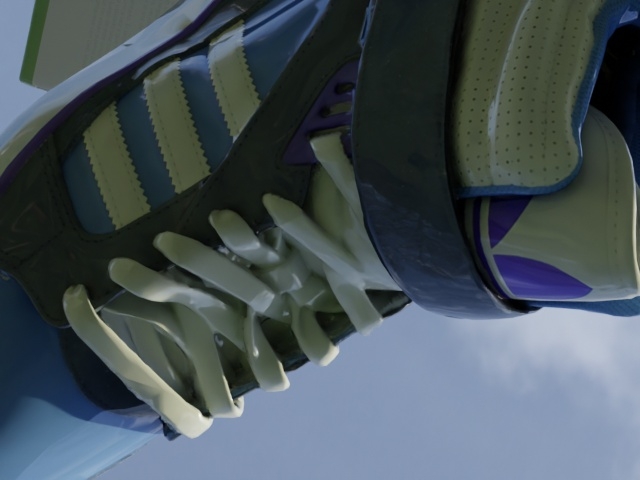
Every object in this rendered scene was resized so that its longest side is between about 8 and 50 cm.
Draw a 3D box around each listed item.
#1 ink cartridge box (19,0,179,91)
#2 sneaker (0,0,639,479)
[{"bbox_3d":[-0.035,-0.135,1.007,0.235,0.056,0.171,18,-75,12],"label":"ink cartridge box"},{"bbox_3d":[0.000,0.000,0.676,0.323,0.130,0.236,-49,-141,-14],"label":"sneaker"}]
